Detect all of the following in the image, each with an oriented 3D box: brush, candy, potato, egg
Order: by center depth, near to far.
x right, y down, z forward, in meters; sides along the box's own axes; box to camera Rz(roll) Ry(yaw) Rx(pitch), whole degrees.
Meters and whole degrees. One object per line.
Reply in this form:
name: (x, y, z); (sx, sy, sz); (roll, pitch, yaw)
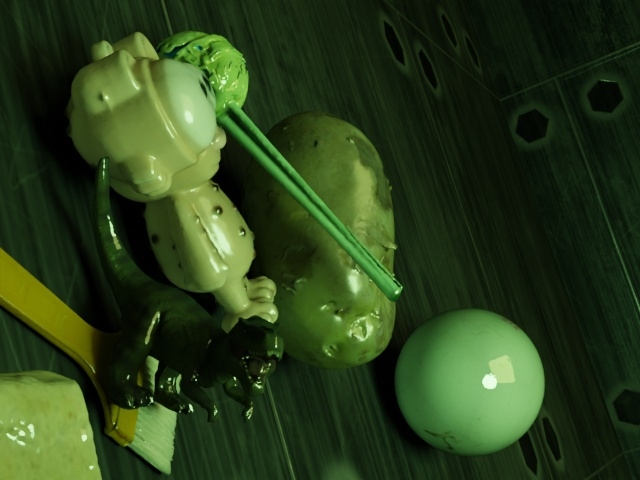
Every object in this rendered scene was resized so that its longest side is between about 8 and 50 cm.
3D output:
brush: (-0.182, 0.062, 0.712); (0.272, 0.013, 0.103); (50, 28, -38)
candy: (-0.041, -0.068, 0.915); (0.093, 0.092, 0.335); (-28, 67, -36)
potato: (0.000, 0.000, 1.000); (0.165, 0.165, 0.262); (28, 49, -59)
egg: (0.190, 0.177, 1.264); (0.264, 0.183, 0.183); (24, 48, -70)

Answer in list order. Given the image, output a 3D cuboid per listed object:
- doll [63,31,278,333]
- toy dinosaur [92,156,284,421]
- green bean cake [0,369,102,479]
doll: (-0.115, -0.044, 0.843); (0.154, 0.119, 0.278); (-104, 169, -57)
toy dinosaur: (-0.089, 0.039, 0.731); (0.087, 0.187, 0.179); (23, 75, -62)
green bean cake: (-0.144, 0.146, 0.411); (0.109, 0.085, 0.179); (4, 68, -64)
